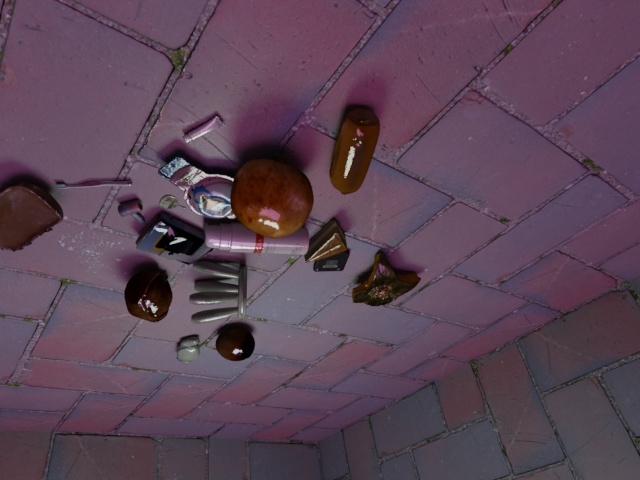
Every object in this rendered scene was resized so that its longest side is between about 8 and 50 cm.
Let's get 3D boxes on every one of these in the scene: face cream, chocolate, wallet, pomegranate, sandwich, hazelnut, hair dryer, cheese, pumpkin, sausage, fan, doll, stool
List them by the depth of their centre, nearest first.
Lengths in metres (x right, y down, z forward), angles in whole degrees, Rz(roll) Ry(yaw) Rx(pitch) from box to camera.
[{"bbox_3d":[-0.307,-0.289,1.212,0.115,0.020,0.038,-24,140,13],"label":"face cream"},{"bbox_3d":[-0.135,-0.125,1.306,0.248,0.248,0.248,-7,143,-5],"label":"pomegranate"},{"bbox_3d":[-0.849,-0.076,1.308,0.261,0.083,0.161,-24,124,17],"label":"chocolate"},{"bbox_3d":[0.087,-0.227,1.325,0.112,0.112,0.328,-2,144,-12],"label":"sausage"},{"bbox_3d":[-0.334,-0.146,1.349,0.189,0.074,0.286,-29,138,21],"label":"cheese"},{"bbox_3d":[-0.452,-0.117,1.415,0.080,0.003,0.060,0,143,-13],"label":"fan"},{"bbox_3d":[-0.561,-0.079,1.418,0.063,0.037,0.114,-15,150,4],"label":"hair dryer"},{"bbox_3d":[-0.472,0.009,1.524,0.170,0.069,0.231,-38,137,25],"label":"wallet"},{"bbox_3d":[-0.214,-0.007,1.537,0.345,0.102,0.102,2,141,-18],"label":"face cream"},{"bbox_3d":[0.000,0.000,1.618,0.163,0.079,0.113,-17,141,11],"label":"sandwich"},{"bbox_3d":[-0.610,0.196,1.646,0.160,0.170,0.202,1,152,-17],"label":"hazelnut"},{"bbox_3d":[-0.368,0.186,1.682,0.198,0.195,0.195,4,141,-12],"label":"stool"},{"bbox_3d":[0.248,0.182,1.901,0.290,0.095,0.258,23,128,-41],"label":"pumpkin"},{"bbox_3d":[-0.387,0.462,2.081,0.176,0.177,0.177,-7,143,-5],"label":"chocolate"},{"bbox_3d":[-0.612,0.514,2.144,0.103,0.072,0.214,6,137,-23],"label":"doll"}]

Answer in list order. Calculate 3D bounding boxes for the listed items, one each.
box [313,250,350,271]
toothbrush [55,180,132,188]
[{"bbox_3d":[0.042,0.078,1.770,0.126,0.027,0.125,0,141,-15],"label":"box"},{"bbox_3d":[-0.638,-0.157,1.308,0.204,0.017,0.022,-3,162,-9],"label":"toothbrush"}]
